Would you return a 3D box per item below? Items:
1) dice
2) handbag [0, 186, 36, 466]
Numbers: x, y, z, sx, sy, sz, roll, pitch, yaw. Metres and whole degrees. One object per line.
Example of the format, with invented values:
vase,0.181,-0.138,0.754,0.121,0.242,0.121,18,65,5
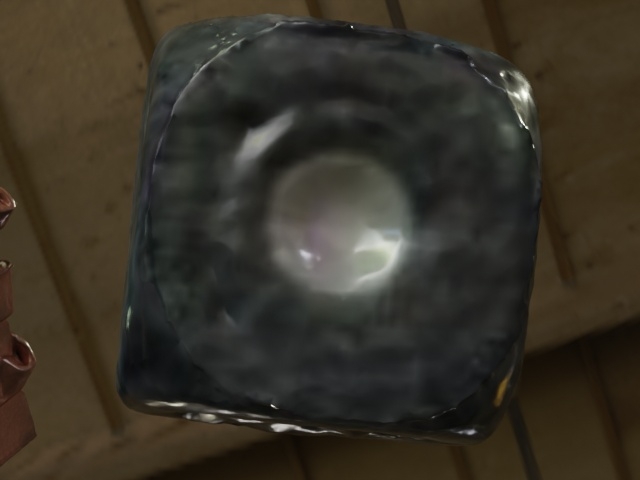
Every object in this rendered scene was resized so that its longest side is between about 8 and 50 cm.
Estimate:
dice,0.000,0.000,0.929,0.181,0.183,0.182,8,-97,-7
handbag,-0.232,0.054,1.091,0.059,0.157,0.213,20,-51,35
